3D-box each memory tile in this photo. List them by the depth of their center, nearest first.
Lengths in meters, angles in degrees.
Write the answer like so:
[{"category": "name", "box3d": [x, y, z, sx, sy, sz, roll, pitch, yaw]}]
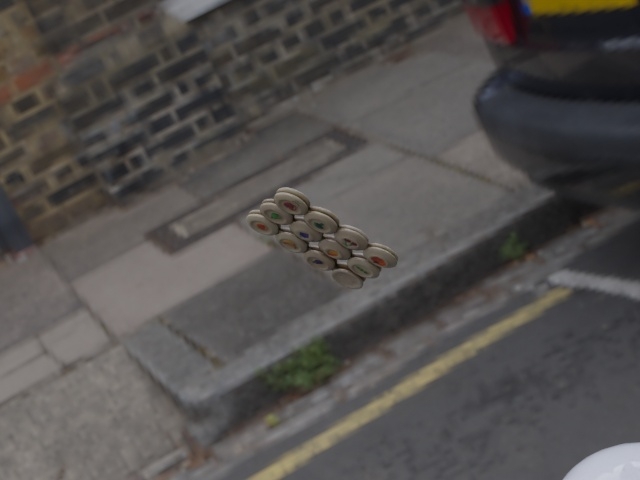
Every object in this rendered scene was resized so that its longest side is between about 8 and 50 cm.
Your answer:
[{"category": "memory tile", "box3d": [0.000, 0.000, 1.530, 0.113, 0.148, 0.012, -32, 31, 59]}]

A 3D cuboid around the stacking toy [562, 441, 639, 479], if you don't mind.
[{"category": "stacking toy", "box3d": [0.226, 0.232, 0.594, 0.351, 0.350, 0.480, -27, 36, -4]}]
